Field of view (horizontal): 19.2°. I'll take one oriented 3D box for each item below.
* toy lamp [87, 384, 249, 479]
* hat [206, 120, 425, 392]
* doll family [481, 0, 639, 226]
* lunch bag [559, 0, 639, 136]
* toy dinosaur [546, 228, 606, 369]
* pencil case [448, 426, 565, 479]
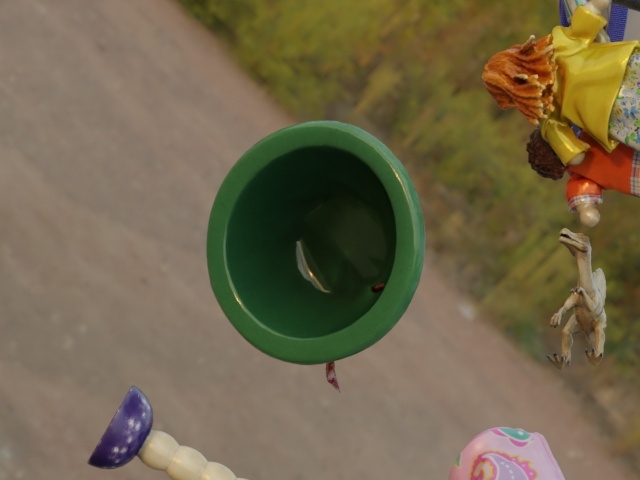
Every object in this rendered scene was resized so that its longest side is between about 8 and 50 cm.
[{"bbox_3d":[-0.042,0.207,1.467,0.274,0.080,0.080,31,12,-3],"label":"toy lamp"},{"bbox_3d":[0.027,0.007,1.430,0.183,0.208,0.173,1,69,-59],"label":"hat"},{"bbox_3d":[0.190,-0.144,1.207,0.163,0.263,0.118,15,-8,35],"label":"doll family"},{"bbox_3d":[0.384,-0.254,1.660,0.239,0.327,0.385,-97,-174,-57],"label":"lunch bag"},{"bbox_3d":[0.242,0.073,1.709,0.053,0.093,0.183,9,-42,24],"label":"toy dinosaur"},{"bbox_3d":[0.233,0.305,1.832,0.124,0.124,0.284,35,13,-42],"label":"pencil case"}]
